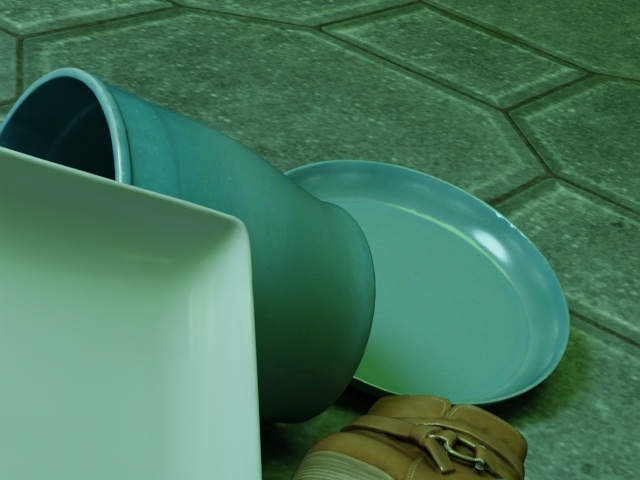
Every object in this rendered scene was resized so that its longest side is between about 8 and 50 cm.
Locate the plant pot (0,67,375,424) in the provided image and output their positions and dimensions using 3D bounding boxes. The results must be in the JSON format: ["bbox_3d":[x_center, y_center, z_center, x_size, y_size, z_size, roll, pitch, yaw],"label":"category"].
[{"bbox_3d":[-0.107,0.034,1.059,0.255,0.272,0.272,14,22,-34],"label":"plant pot"}]

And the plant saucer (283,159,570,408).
[{"bbox_3d":[0.075,0.043,1.295,0.317,0.044,0.318,13,39,-11],"label":"plant saucer"}]

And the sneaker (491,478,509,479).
[{"bbox_3d":[0.042,0.285,0.640,0.182,0.158,0.410,27,49,25],"label":"sneaker"}]

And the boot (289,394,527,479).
[{"bbox_3d":[0.118,0.209,1.008,0.283,0.109,0.220,15,21,19],"label":"boot"}]

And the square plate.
[{"bbox_3d":[-0.167,0.117,0.756,0.347,0.049,0.344,17,61,-44],"label":"square plate"}]
